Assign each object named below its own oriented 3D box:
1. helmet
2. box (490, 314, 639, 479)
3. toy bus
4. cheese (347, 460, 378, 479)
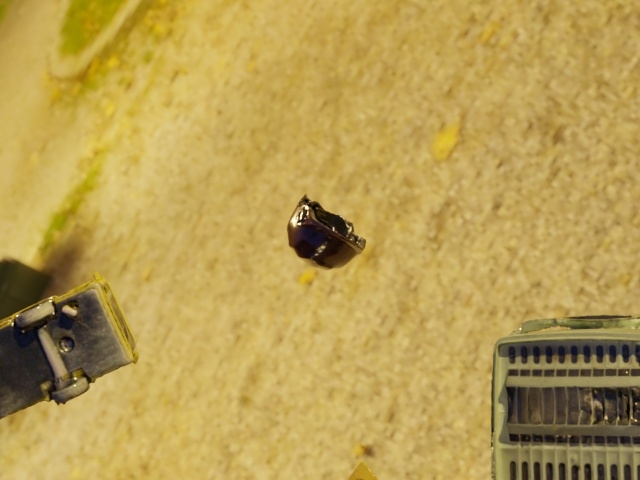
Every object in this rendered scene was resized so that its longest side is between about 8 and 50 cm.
[{"bbox_3d":[0.000,0.000,1.767,0.070,0.098,0.123,-55,22,14],"label":"helmet"},{"bbox_3d":[0.291,0.222,1.455,0.221,0.166,0.290,-3,83,30],"label":"box"},{"bbox_3d":[-0.255,0.106,1.086,0.226,0.081,0.074,-25,4,4],"label":"toy bus"},{"bbox_3d":[0.075,0.308,1.287,0.126,0.171,0.093,-52,-19,-16],"label":"cheese"}]
